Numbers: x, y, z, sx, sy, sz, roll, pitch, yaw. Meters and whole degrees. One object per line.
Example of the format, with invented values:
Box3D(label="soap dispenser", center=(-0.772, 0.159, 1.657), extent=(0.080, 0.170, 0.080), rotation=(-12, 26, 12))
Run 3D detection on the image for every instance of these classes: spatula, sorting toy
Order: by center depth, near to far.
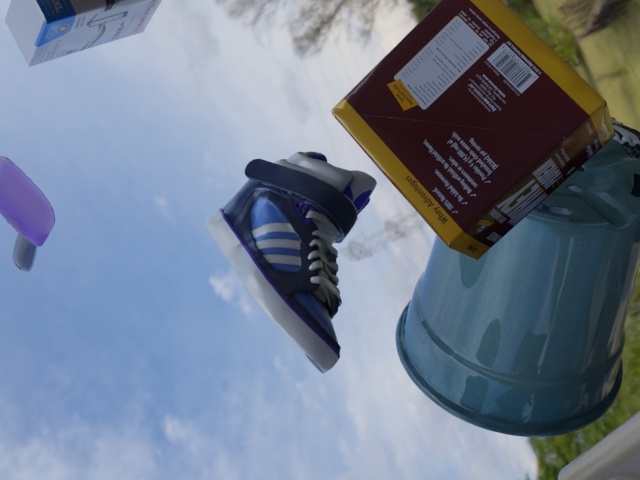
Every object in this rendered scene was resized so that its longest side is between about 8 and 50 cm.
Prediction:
Box3D(label="spatula", center=(-0.338, -0.010, 0.958), extent=(0.084, 0.030, 0.296), rotation=(45, 156, -1))
Box3D(label="sorting toy", center=(0.463, 0.264, 0.993), extent=(0.229, 0.307, 0.041), rotation=(30, -139, -4))

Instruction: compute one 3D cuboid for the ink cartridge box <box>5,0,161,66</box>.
Box3D(label="ink cartridge box", center=(-0.346, -0.351, 1.246), extent=(0.203, 0.148, 0.086), rotation=(-27, -91, -31))

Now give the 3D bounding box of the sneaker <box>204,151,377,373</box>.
Box3D(label="sneaker", center=(0.000, 0.000, 1.160), extent=(0.323, 0.236, 0.130), rotation=(50, 176, 38))

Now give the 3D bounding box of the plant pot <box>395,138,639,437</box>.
Box3D(label="plant pot", center=(0.296, 0.034, 1.173), extent=(0.341, 0.341, 0.334), rotation=(-97, 10, -52))

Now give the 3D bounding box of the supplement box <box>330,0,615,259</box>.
Box3D(label="supplement box", center=(0.156, -0.118, 0.854), extent=(0.191, 0.194, 0.129), rotation=(51, -167, 20))

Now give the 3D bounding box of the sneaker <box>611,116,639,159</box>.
Box3D(label="sneaker", center=(0.419, -0.173, 1.284), extent=(0.078, 0.234, 0.106), rotation=(108, 172, -65))
